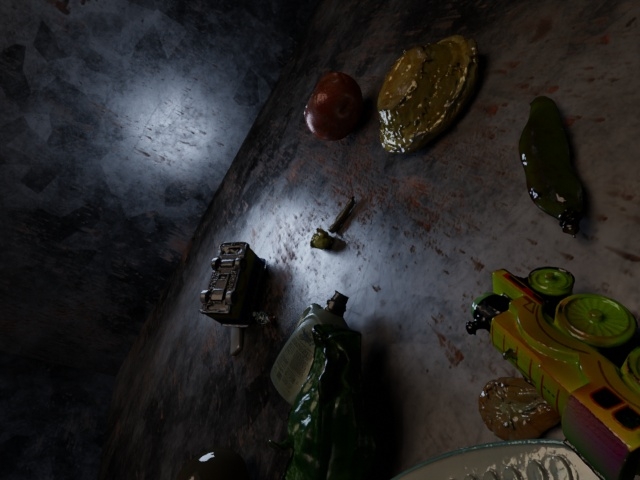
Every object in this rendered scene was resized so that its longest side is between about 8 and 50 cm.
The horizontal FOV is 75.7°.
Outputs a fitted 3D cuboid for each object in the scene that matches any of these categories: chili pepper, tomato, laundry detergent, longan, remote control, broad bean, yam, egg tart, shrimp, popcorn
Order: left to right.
[{"bbox_3d":[-0.284,0.656,1.064,0.197,0.197,0.220,3,73,61],"label":"longan"},{"bbox_3d":[-0.318,0.318,1.589,0.067,0.029,0.260,-45,35,30],"label":"remote control"},{"bbox_3d":[-0.016,0.252,1.027,0.215,0.105,0.280,19,85,64],"label":"laundry detergent"},{"bbox_3d":[-0.002,0.001,1.268,0.083,0.060,0.068,-46,31,47],"label":"popcorn"},{"bbox_3d":[0.052,-0.459,1.426,0.232,0.189,0.232,-58,12,21],"label":"tomato"},{"bbox_3d":[0.031,0.351,0.786,0.213,0.168,0.384,150,130,-64],"label":"chili pepper"},{"bbox_3d":[0.067,-0.077,1.244,0.129,0.027,0.033,-55,-11,21],"label":"yam"},{"bbox_3d":[0.251,-0.391,1.080,0.341,0.132,0.341,-41,36,39],"label":"egg tart"},{"bbox_3d":[0.299,0.230,0.575,0.184,0.043,0.091,-41,42,48],"label":"shrimp"},{"bbox_3d":[0.386,-0.135,0.701,0.077,0.061,0.338,-26,46,40],"label":"broad bean"}]

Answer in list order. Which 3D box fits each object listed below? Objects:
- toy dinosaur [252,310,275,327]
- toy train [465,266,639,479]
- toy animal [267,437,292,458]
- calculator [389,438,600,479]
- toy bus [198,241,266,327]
[{"bbox_3d":[-0.194,0.262,1.387,0.154,0.055,0.049,2,73,58],"label":"toy dinosaur"},{"bbox_3d":[0.305,0.138,0.504,0.161,0.100,0.296,-20,30,-8],"label":"toy train"},{"bbox_3d":[-0.061,0.458,0.878,0.041,0.217,0.074,-14,66,13],"label":"toy animal"},{"bbox_3d":[0.224,0.410,0.534,0.386,0.055,0.256,-41,35,35],"label":"calculator"},{"bbox_3d":[-0.322,0.163,1.541,0.138,0.175,0.287,-3,59,24],"label":"toy bus"}]
